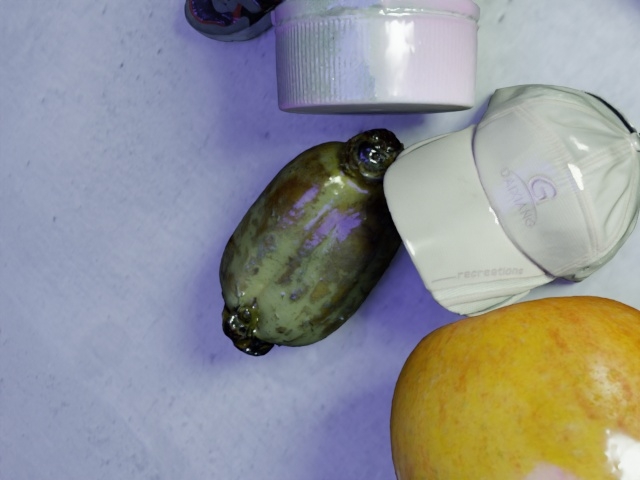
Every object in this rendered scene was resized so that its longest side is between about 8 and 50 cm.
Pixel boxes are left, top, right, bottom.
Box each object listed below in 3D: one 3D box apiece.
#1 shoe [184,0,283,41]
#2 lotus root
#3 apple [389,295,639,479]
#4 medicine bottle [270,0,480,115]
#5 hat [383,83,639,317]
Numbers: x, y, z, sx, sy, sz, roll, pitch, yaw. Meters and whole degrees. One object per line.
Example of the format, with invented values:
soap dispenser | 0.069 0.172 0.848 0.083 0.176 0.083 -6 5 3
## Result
shoe | -0.090 -0.307 0.986 0.228 0.126 0.099 -21 87 31
lotus root | 0.000 0.000 0.948 0.173 0.173 0.309 49 118 19
apple | 0.214 0.182 0.754 0.299 0.299 0.275 -37 62 30
medicine bottle | 0.054 -0.279 0.825 0.241 0.241 0.301 4 97 32
hat | 0.185 -0.049 0.801 0.164 0.226 0.219 -34 79 52
